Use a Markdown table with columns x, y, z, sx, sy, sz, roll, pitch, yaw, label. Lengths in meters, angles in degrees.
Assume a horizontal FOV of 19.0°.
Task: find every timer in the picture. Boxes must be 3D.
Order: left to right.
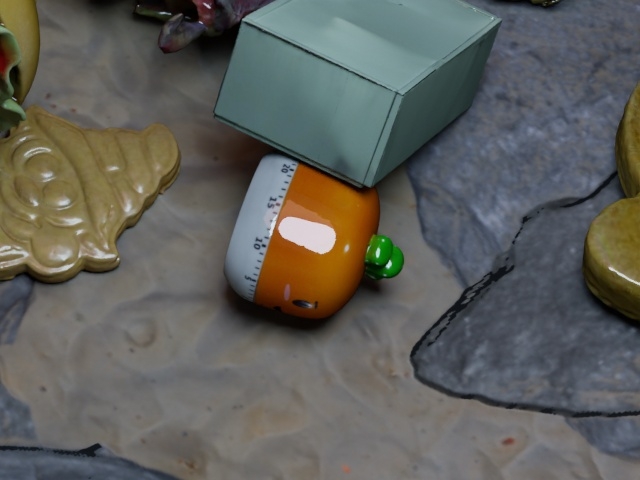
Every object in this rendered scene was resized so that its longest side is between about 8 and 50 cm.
| x | y | z | sx | sy | sz | roll | pitch | yaw | label |
| --- | --- | --- | --- | --- | --- | --- | --- | --- | --- |
| 0.000 | 0.000 | 1.376 | 0.136 | 0.099 | 0.136 | 5 | 63 | -10 | timer |

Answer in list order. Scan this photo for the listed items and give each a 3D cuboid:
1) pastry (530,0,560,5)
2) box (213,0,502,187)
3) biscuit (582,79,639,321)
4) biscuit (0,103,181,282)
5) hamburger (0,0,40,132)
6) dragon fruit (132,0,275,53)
| x | y | z | sx | sy | sz | roll | pitch | yaw | label |
| --- | --- | --- | --- | --- | --- | --- | --- | --- | --- |
| 0.174 | -0.268 | 1.609 | 0.153 | 0.081 | 0.153 | 4 | 47 | -4 | pastry |
| 0.032 | -0.129 | 1.428 | 0.129 | 0.086 | 0.225 | 26 | 27 | 14 | box |
| 0.331 | 0.000 | 1.431 | 0.287 | 0.057 | 0.344 | -17 | 56 | -19 | biscuit |
| -0.213 | -0.029 | 1.418 | 0.250 | 0.035 | 0.162 | -29 | 56 | -23 | biscuit |
| -0.324 | -0.169 | 1.359 | 0.274 | 0.274 | 0.212 | 39 | 62 | 23 | hamburger |
| -0.128 | -0.338 | 1.506 | 0.262 | 0.296 | 0.314 | 22 | 45 | 15 | dragon fruit |
